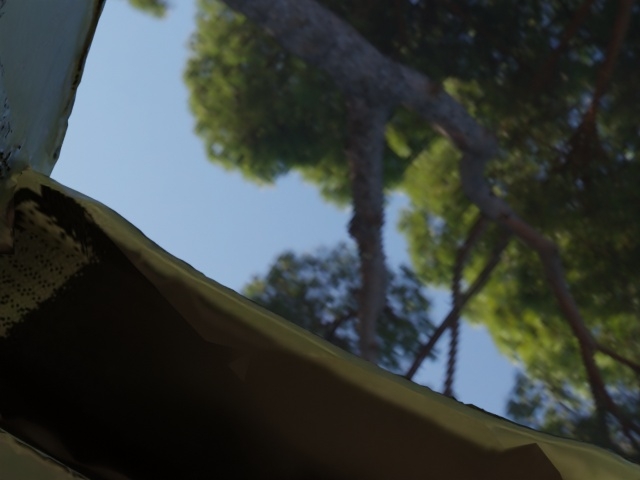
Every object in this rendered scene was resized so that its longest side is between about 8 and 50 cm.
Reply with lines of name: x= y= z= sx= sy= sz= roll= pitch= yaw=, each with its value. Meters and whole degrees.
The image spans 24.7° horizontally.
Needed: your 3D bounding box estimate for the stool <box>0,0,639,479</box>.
stool: x=0.000 y=0.000 z=0.350 sx=0.243 sy=0.170 sz=0.269 roll=24 pitch=-74 yaw=14
